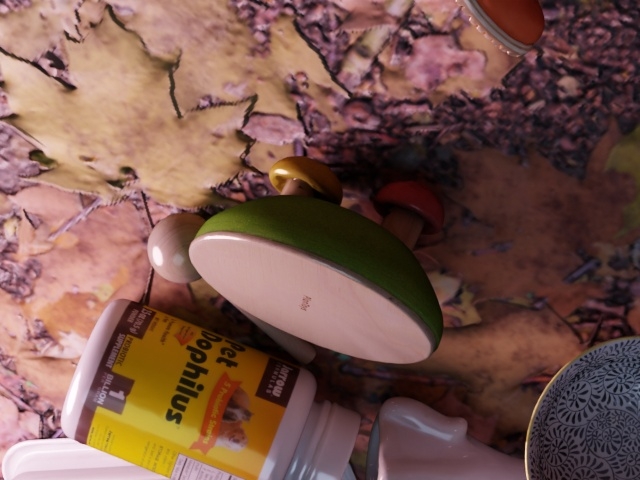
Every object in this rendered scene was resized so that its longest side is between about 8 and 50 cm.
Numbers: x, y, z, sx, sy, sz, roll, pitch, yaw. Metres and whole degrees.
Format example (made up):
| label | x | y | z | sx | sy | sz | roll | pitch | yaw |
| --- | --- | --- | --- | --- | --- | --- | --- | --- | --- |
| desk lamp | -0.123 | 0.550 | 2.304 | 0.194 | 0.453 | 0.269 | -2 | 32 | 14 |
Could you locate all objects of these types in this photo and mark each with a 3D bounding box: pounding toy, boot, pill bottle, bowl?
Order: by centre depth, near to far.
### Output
| label | x | y | z | sx | sy | sz | roll | pitch | yaw |
| --- | --- | --- | --- | --- | --- | --- | --- | --- | --- |
| boot | 0.112 | -0.185 | 0.946 | 0.084 | 0.059 | 0.158 | -19 | 119 | 23 |
| pounding toy | 0.000 | 0.000 | 1.114 | 0.183 | 0.110 | 0.237 | 33 | 159 | -24 |
| bowl | 0.220 | 0.153 | 1.145 | 0.170 | 0.170 | 0.080 | 29 | 173 | -7 |
| pill bottle | -0.082 | 0.134 | 1.214 | 0.215 | 0.117 | 0.117 | 21 | 130 | -1 |

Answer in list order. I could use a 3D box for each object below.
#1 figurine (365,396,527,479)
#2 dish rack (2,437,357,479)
| label | x | y | z | sx | sy | sz | roll | pitch | yaw |
| --- | --- | --- | --- | --- | --- | --- | --- | --- | --- |
| figurine | 0.132 | 0.233 | 1.239 | 0.209 | 0.092 | 0.215 | 8 | 119 | -6 |
| dish rack | -0.109 | 0.292 | 1.381 | 0.332 | 0.072 | 0.286 | -5 | 126 | 22 |
